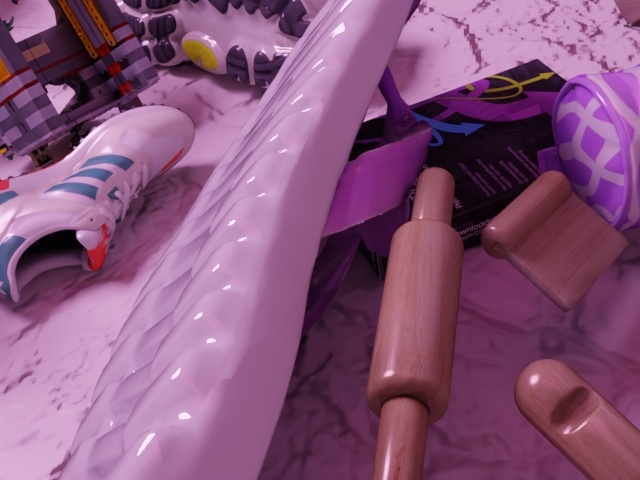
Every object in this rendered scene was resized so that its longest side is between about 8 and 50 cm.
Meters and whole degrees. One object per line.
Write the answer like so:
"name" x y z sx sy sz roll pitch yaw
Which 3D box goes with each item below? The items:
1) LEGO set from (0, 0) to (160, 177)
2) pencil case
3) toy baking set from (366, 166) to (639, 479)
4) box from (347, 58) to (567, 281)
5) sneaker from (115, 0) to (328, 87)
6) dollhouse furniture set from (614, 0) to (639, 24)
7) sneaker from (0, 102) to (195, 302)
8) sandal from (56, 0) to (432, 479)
"LEGO set" -0.268 -0.085 0.669 0.255 0.192 0.331 -22 12 38
"pencil case" 0.219 -0.061 0.518 0.206 0.086 0.088 -10 7 -9
"toy baking set" 0.110 0.065 0.389 0.197 0.030 0.256 19 46 0
"box" 0.083 -0.045 0.596 0.162 0.029 0.116 -23 39 -10
"sneaker" -0.068 -0.175 0.772 0.275 0.107 0.110 29 35 35
"dollhouse furniture set" 0.291 -0.148 0.667 0.144 0.123 0.151 -37 9 -28
"sneaker" -0.131 -0.018 0.614 0.161 0.057 0.075 -31 58 -23
"sandal" -0.008 0.007 0.483 0.102 0.169 0.416 34 47 -13
